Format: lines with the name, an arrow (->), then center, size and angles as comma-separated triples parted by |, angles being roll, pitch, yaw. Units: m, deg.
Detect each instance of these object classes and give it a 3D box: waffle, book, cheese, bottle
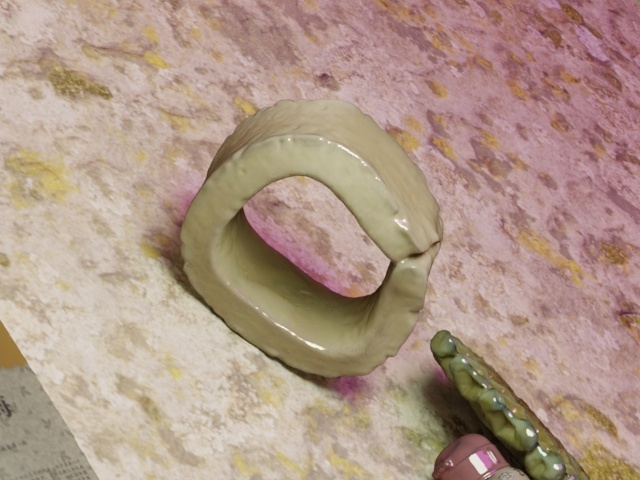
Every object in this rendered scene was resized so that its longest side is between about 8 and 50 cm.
waffle -> 0.254, 0.239, 2.341 | 0.309, 0.056, 0.292 | 50, 5, 16
book -> -0.393, 0.159, 1.802 | 0.269, 0.032, 0.389 | -11, 58, -52
cheese -> 0.001, 0.000, 2.224 | 0.332, 0.292, 0.153 | 43, 28, -14
bottle -> 0.230, 0.347, 2.219 | 0.110, 0.110, 0.233 | -6, 54, -53
